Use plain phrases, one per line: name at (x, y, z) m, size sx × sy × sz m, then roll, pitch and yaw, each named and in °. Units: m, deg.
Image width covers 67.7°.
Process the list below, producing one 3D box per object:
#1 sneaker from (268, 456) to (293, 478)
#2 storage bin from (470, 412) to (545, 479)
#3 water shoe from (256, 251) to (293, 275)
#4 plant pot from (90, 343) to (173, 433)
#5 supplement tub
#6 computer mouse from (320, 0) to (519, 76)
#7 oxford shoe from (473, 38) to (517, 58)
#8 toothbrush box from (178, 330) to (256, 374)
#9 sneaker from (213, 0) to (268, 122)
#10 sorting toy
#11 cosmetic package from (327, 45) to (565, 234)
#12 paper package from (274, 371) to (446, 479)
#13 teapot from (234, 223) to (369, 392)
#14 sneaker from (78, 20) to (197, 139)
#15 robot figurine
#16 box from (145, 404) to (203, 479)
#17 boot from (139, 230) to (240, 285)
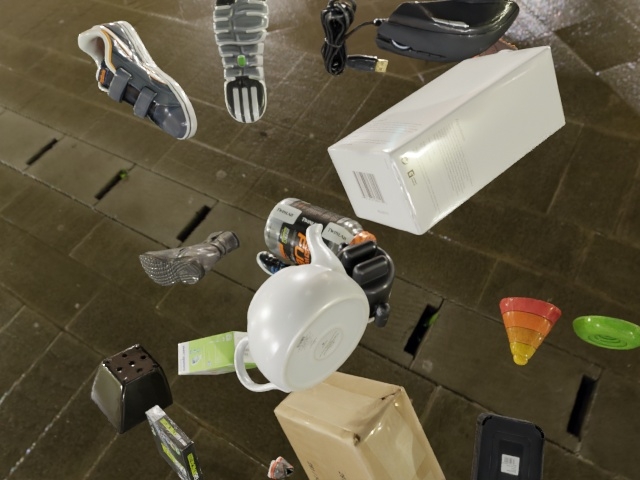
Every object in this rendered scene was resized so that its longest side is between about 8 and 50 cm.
sneaker at (-0.113, 0.702, 1.453) m, size 0.064 × 0.158 × 0.061 m, roll 10°, pitch 74°, yaw 12°
storage bin at (0.380, 0.456, 0.976) m, size 0.122 × 0.084 × 0.180 m, roll 8°, pitch 77°, yaw 14°
water shoe at (-0.128, 0.096, 1.669) m, size 0.203 × 0.080 × 0.073 m, roll 38°, pitch 49°, yaw -1°
plant pot at (-0.588, 0.441, 1.485) m, size 0.187 × 0.167 × 0.188 m, roll 31°, pitch 36°, yaw 30°
supplement tub at (0.000, 0.000, 1.583) m, size 0.338 × 0.207 × 0.207 m, roll 22°, pitch 63°, yaw 29°
computer mouse at (0.125, -0.263, 0.663) m, size 0.261 × 0.184 × 0.060 m, roll -3°, pitch 86°, yaw -7°
oxford shoe at (0.416, -0.446, 1.142) m, size 0.098 × 0.097 × 0.271 m, roll -25°, pitch 83°, yaw 28°
toothbrush box at (-0.364, 0.431, 1.808) m, size 0.283 × 0.206 × 0.122 m, roll -16°, pitch 69°, yaw 28°
sneaker at (-0.128, -0.311, 0.805) m, size 0.086 × 0.132 × 0.229 m, roll 1°, pitch 98°, yaw -3°
sorting toy at (0.532, 0.220, 0.938) m, size 0.365 × 0.127 × 0.126 m, roll 13°, pitch 68°, yaw 19°
cosmetic package at (0.223, -0.185, 0.840) m, size 0.365 × 0.155 × 0.197 m, roll -34°, pitch 25°, yaw -16°
paper package at (0.089, 0.468, 1.045) m, size 0.168 × 0.325 × 0.309 m, roll -35°, pitch 17°, yaw -33°
teapot at (-0.048, 0.144, 0.901) m, size 0.256 × 0.253 × 0.187 m, roll -33°, pitch 50°, yaw -28°
sneaker at (-0.424, -0.353, 1.097) m, size 0.321 × 0.126 × 0.127 m, roll 51°, pitch 46°, yaw 3°
robot figurine at (0.116, 0.117, 1.328) m, size 0.173 × 0.278 × 0.209 m, roll 10°, pitch 53°, yaw 7°
box at (-0.407, 0.580, 1.334) m, size 0.190 × 0.184 × 0.045 m, roll 25°, pitch 38°, yaw 38°
boot at (-0.440, 0.051, 1.621) m, size 0.338 × 0.118 × 0.222 m, roll 5°, pitch 34°, yaw 36°
